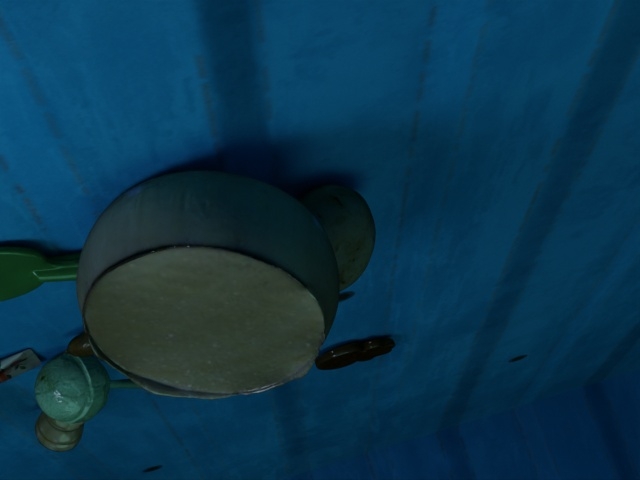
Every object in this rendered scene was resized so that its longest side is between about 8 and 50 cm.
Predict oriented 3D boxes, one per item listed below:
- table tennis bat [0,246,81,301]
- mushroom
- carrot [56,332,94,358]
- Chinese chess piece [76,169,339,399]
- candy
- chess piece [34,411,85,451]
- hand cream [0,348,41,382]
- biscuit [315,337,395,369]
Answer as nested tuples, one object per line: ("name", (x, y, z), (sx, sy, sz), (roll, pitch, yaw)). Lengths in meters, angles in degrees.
("table tennis bat", (-0.397, 0.042, 1.594), (0.257, 0.039, 0.160), (-5, 156, -19))
("mushroom", (0.000, 0.000, 1.675), (0.166, 0.127, 0.166), (-30, 133, -39))
("carrot", (-0.293, 0.142, 1.906), (0.298, 0.078, 0.078), (-17, 161, 8))
("Chinese chess piece", (-0.143, 0.063, 1.534), (0.337, 0.141, 0.338), (0, 137, 0))
("candy", (-0.337, 0.255, 2.134), (0.119, 0.119, 0.440), (-28, 163, 26))
("chess piece", (-0.461, 0.303, 2.190), (0.090, 0.090, 0.200), (-6, 146, -31))
("hand cream", (-0.573, 0.233, 1.945), (0.233, 0.050, 0.080), (-22, 157, -8))
("biscuit", (0.070, 0.238, 2.534), (0.175, 0.026, 0.124), (-11, 161, -17))
